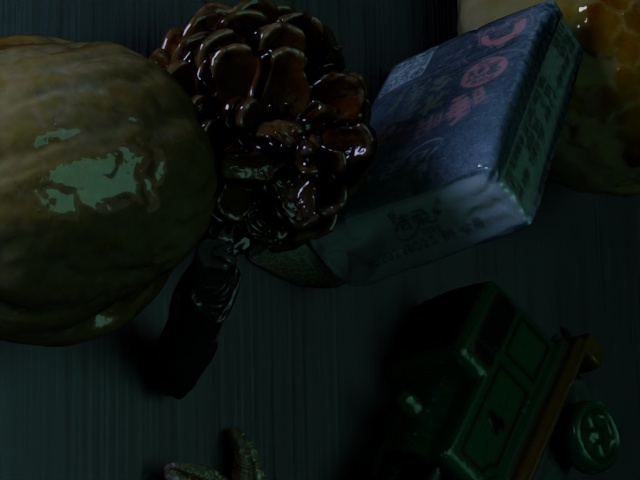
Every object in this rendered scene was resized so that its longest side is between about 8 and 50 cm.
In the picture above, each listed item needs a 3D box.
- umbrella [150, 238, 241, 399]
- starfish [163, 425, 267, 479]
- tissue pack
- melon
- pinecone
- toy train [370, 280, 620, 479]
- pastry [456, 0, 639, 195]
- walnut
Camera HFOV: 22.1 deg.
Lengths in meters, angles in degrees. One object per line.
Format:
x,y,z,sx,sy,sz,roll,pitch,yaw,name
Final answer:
-0.109,0.068,1.447,0.059,0.235,0.066,5,61,-14,umbrella
-0.079,0.295,1.558,0.240,0.043,0.227,40,54,-35,starfish
0.135,-0.106,1.705,0.103,0.228,0.315,52,38,-23,tissue pack
-0.001,0.006,1.713,0.182,0.054,0.098,35,43,-40,melon
-0.065,-0.093,1.510,0.243,0.243,0.257,49,17,-31,pinecone
0.169,0.223,1.764,0.249,0.178,0.429,47,49,-20,toy train
0.352,-0.240,1.952,0.388,0.313,0.388,19,64,-47,pastry
-0.223,-0.043,1.325,0.283,0.227,0.283,11,72,-36,walnut
